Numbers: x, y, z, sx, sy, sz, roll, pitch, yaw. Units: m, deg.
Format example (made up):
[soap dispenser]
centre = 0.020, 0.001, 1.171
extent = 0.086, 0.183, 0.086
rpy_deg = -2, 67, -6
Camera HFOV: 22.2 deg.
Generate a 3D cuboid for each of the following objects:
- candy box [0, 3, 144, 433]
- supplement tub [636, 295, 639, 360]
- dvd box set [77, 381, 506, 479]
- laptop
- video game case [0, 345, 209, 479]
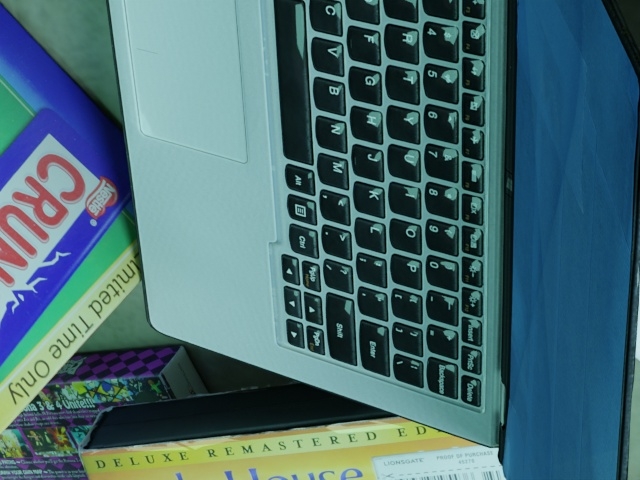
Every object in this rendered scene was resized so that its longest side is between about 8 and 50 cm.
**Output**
[candy box]
centre = -0.276, -0.032, 1.015
extent = 0.317, 0.268, 0.122
rpy_deg = 48, 139, -11
[supplement tub]
centre = 0.210, -0.037, 0.750
extent = 0.144, 0.200, 0.144
rpy_deg = 17, 132, 20
[dvd box set]
centre = 0.038, 0.288, 1.134
extent = 0.307, 0.062, 0.420
rpy_deg = -9, 114, 17
[laptop]
centre = 0.000, 0.000, 0.789
extent = 0.408, 0.236, 0.382
rpy_deg = 17, 128, 27
[video game case]
centre = -0.156, 0.182, 1.275
extent = 0.232, 0.042, 0.210
rpy_deg = -8, 120, 36
